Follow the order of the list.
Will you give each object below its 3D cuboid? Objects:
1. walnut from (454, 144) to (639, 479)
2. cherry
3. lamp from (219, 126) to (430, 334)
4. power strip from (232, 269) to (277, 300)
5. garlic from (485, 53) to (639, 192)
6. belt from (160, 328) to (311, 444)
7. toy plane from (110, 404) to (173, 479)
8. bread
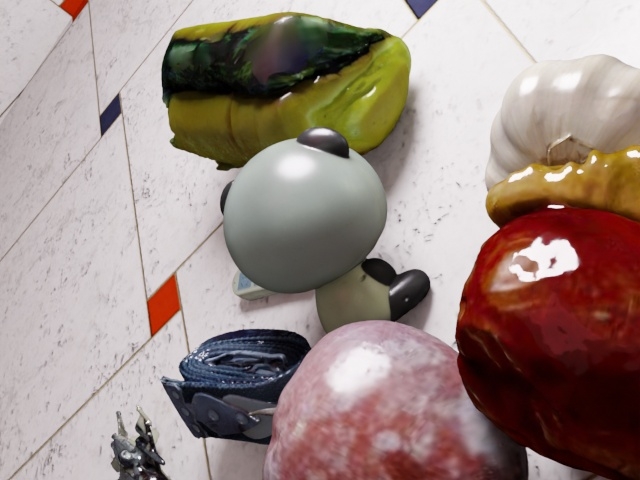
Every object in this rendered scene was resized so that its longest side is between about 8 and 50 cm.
[{"bbox_3d":[0.237,0.056,0.574,0.269,0.222,0.243,16,84,29],"label":"walnut"},{"bbox_3d":[0.055,0.195,0.720,0.286,0.213,0.236,8,94,30],"label":"cherry"},{"bbox_3d":[0.000,0.000,0.880,0.198,0.243,0.198,-34,8,5],"label":"lamp"},{"bbox_3d":[-0.060,0.050,1.074,0.191,0.030,0.047,-17,58,43],"label":"power strip"},{"bbox_3d":[0.269,-0.108,0.716,0.199,0.199,0.226,0,40,48],"label":"garlic"},{"bbox_3d":[-0.075,0.189,0.945,0.218,0.128,0.122,-8,26,44],"label":"belt"},{"bbox_3d":[-0.225,0.341,1.048,0.262,0.088,0.192,33,122,49],"label":"toy plane"},{"bbox_3d":[-0.060,-0.199,1.057,0.377,0.251,0.208,7,100,50],"label":"bread"}]
